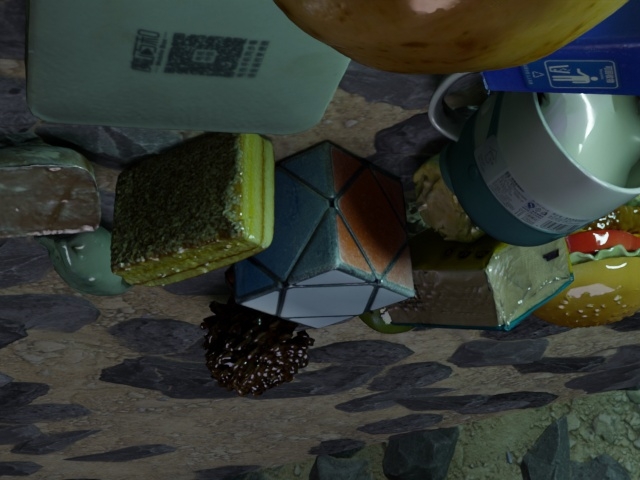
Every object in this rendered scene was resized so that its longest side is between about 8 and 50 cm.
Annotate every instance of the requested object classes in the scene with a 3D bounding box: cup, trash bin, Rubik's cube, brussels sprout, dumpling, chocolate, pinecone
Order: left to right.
[{"bbox_3d":[-0.443,-0.081,1.573,0.253,0.080,0.157,-4,142,-7],"label":"chocolate"},{"bbox_3d":[-0.399,0.033,1.816,0.149,0.105,0.217,-11,157,13],"label":"dumpling"},{"bbox_3d":[-0.128,0.189,2.127,0.221,0.222,0.221,-4,157,-2],"label":"pinecone"},{"bbox_3d":[0.000,0.000,1.695,0.205,0.205,0.207,-20,154,33],"label":"Rubik's cube"},{"bbox_3d":[0.222,-0.075,1.671,0.122,0.149,0.151,-28,-151,-32],"label":"brussels sprout"},{"bbox_3d":[0.280,-0.136,1.458,0.289,0.219,0.257,35,145,-11],"label":"cup"},{"bbox_3d":[0.294,-0.252,1.236,0.234,0.184,0.162,-1,159,20],"label":"trash bin"}]

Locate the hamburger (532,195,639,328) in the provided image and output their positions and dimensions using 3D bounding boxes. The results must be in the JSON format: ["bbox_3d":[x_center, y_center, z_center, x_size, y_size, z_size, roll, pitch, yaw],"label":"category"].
[{"bbox_3d":[0.451,0.037,1.865,0.274,0.212,0.274,-4,157,-2],"label":"hamburger"}]

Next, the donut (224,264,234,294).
[{"bbox_3d":[-0.056,0.064,1.936,0.216,0.096,0.230,7,162,21],"label":"donut"}]

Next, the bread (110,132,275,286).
[{"bbox_3d":[-0.180,-0.044,1.582,0.234,0.184,0.110,-16,149,25],"label":"bread"}]

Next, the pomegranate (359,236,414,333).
[{"bbox_3d":[0.120,0.061,1.937,0.179,0.180,0.210,-11,136,14],"label":"pomegranate"}]

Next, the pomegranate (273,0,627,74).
[{"bbox_3d":[0.074,-0.305,0.823,0.410,0.410,0.410,-4,157,-2],"label":"pomegranate"}]

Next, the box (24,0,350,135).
[{"bbox_3d":[-0.144,-0.244,1.240,0.373,0.091,0.367,2,155,-15],"label":"box"}]

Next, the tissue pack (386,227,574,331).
[{"bbox_3d":[0.240,0.048,1.763,0.192,0.134,0.270,-32,-162,-34],"label":"tissue pack"}]
